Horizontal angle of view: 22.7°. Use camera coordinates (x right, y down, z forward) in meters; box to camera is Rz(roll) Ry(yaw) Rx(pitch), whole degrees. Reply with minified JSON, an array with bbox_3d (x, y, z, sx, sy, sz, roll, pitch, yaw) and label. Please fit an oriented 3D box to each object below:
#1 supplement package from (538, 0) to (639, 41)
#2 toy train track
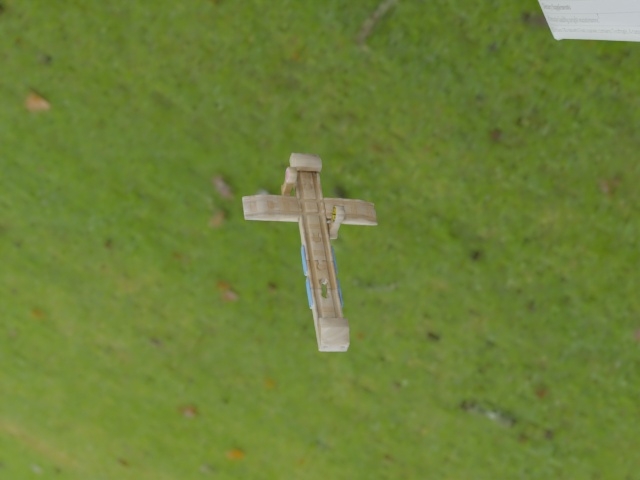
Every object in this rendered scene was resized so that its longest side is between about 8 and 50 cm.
[{"bbox_3d":[0.190,-0.233,0.904,0.203,0.149,0.194,65,171,-12],"label":"supplement package"},{"bbox_3d":[0.000,0.000,0.545,0.048,0.083,0.014,2,142,-15],"label":"toy train track"}]
